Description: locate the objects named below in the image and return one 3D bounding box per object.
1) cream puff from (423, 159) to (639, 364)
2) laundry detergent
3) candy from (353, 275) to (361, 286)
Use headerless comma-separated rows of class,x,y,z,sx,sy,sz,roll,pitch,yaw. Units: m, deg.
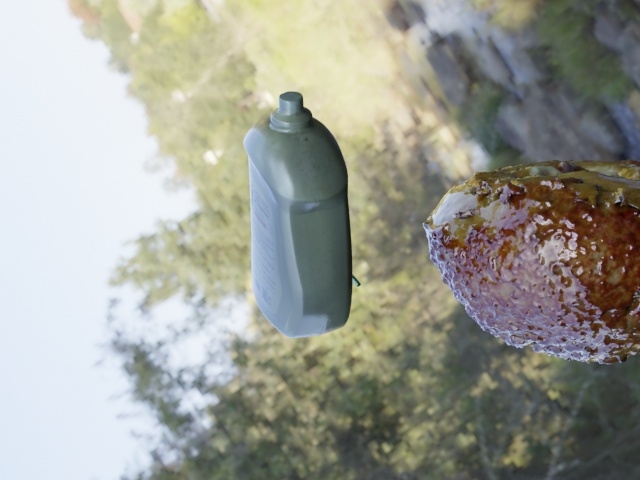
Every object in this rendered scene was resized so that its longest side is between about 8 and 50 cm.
cream puff,0.291,0.022,1.477,0.350,0.350,0.229,-112,20,-80
laundry detergent,-0.028,-0.037,1.368,0.181,0.091,0.253,-125,28,-55
candy,0.000,0.000,1.775,0.185,0.055,0.049,50,145,30
